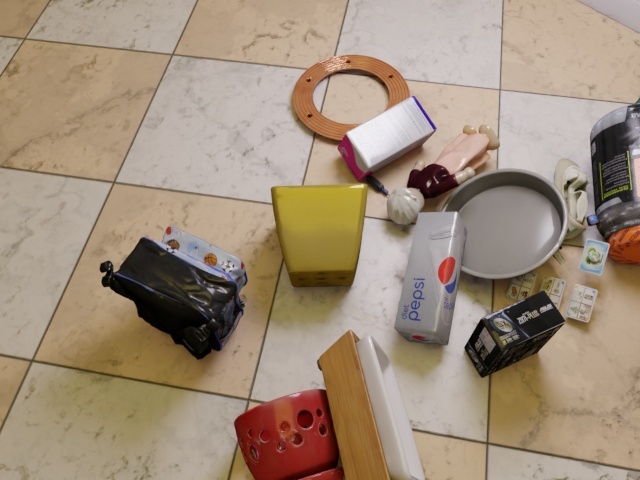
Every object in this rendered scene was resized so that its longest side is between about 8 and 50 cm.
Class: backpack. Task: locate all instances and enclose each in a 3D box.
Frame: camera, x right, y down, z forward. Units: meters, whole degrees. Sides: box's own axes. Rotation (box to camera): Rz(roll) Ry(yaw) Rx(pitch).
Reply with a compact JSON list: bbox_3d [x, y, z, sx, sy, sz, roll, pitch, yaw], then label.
[{"bbox_3d":[-0.278,0.115,1.194,0.276,0.263,0.213,29,59,13],"label":"backpack"}]

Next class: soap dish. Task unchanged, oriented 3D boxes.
[{"bbox_3d":[0.097,0.342,1.075,0.118,0.229,0.291,-19,59,10],"label":"soap dish"}]

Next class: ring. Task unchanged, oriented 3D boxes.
[{"bbox_3d":[0.088,-0.407,1.625,0.336,0.032,0.337,-1,59,2],"label":"ring"}]

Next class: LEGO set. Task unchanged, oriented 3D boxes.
[{"bbox_3d":[0.552,0.046,1.306,0.182,0.060,0.244,16,83,20],"label":"LEGO set"}]

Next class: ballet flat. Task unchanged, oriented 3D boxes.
[{"bbox_3d":[0.626,-0.117,1.399,0.086,0.086,0.248,10,62,8],"label":"ballet flat"}]

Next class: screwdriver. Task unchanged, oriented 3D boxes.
[{"bbox_3d":[0.182,-0.110,1.456,0.024,0.025,0.170,-40,74,-20],"label":"screwdriver"}]

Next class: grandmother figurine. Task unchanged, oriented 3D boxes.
[{"bbox_3d":[0.299,-0.161,1.414,0.342,0.208,0.104,-40,107,-17],"label":"grandmother figurine"}]

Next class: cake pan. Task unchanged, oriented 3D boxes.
[{"bbox_3d":[0.421,-0.034,1.322,0.293,0.054,0.293,-14,56,21],"label":"cake pan"}]

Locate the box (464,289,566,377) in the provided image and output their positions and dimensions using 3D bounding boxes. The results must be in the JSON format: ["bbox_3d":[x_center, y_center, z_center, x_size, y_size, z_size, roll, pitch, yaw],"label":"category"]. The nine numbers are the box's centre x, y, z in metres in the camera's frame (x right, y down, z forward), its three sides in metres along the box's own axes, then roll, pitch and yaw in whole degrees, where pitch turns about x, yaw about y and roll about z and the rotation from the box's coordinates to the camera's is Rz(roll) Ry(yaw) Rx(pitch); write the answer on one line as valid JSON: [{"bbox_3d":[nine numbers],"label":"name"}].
[{"bbox_3d":[0.393,0.196,1.166,0.147,0.180,0.077,-21,62,-10],"label":"box"}]

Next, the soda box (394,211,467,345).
[{"bbox_3d":[0.249,0.080,1.257,0.098,0.091,0.286,1,64,32],"label":"soda box"}]

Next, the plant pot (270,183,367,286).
[{"bbox_3d":[0.000,0.000,1.295,0.212,0.212,0.187,-1,72,1],"label":"plant pot"}]

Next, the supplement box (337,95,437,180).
[{"bbox_3d":[0.170,-0.263,1.472,0.220,0.111,0.114,-32,86,-16],"label":"supplement box"}]

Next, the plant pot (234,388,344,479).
[{"bbox_3d":[-0.053,0.392,1.064,0.191,0.191,0.174,-15,65,-7],"label":"plant pot"}]

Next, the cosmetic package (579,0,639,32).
[{"bbox_3d":[1.028,-0.791,1.783,0.284,0.097,0.377,-41,66,-17],"label":"cosmetic package"}]

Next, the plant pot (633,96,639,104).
[{"bbox_3d":[0.946,-0.339,1.422,0.271,0.255,0.272,-1,60,2],"label":"plant pot"}]

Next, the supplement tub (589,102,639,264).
[{"bbox_3d":[0.747,-0.128,1.318,0.207,0.207,0.338,6,68,5],"label":"supplement tub"}]
